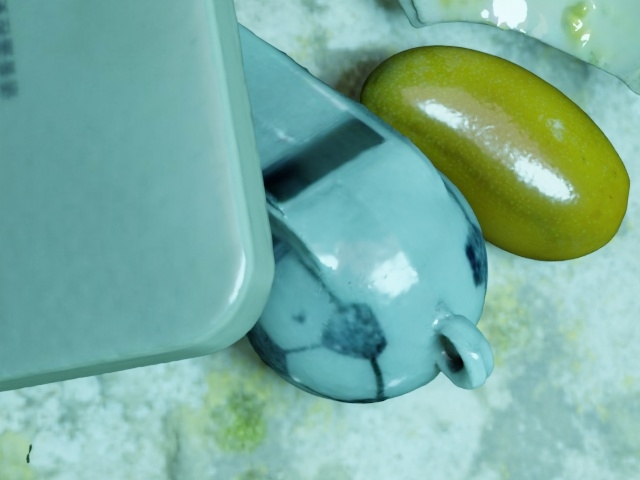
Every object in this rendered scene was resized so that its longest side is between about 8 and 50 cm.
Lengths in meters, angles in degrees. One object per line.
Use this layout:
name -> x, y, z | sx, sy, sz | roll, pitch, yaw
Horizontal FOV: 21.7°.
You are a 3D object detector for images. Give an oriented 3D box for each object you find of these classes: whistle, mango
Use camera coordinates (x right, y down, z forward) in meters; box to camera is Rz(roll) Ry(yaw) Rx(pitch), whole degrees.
whistle -> 0.000, 0.000, 0.987 | 0.163, 0.163, 0.289 | -38, 51, -16
mango -> 0.108, -0.057, 1.032 | 0.184, 0.085, 0.102 | 33, 77, -8

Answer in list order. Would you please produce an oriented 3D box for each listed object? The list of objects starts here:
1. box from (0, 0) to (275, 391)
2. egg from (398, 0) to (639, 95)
box -> -0.230, -0.094, 0.920 | 0.373, 0.090, 0.367 | -10, 82, 9
egg -> 0.169, -0.204, 1.035 | 0.271, 0.162, 0.206 | 18, 89, 2
